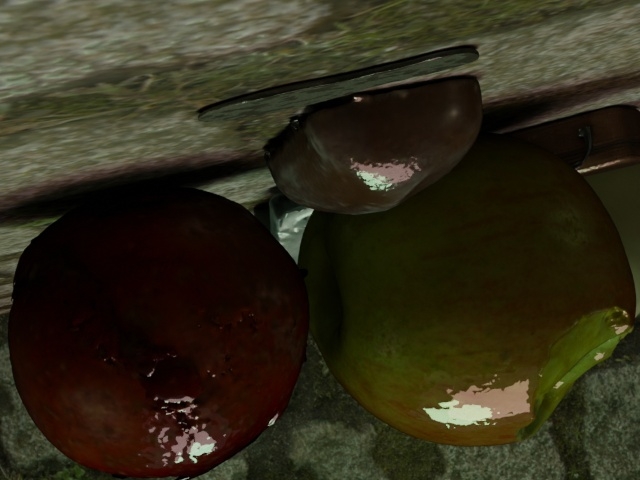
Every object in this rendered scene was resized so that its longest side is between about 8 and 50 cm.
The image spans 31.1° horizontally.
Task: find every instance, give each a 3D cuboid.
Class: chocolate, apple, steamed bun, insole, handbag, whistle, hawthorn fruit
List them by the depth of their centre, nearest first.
[{"bbox_3d":[0.012,-0.104,0.774,0.193,0.006,0.065,-13,177,5],"label":"insole"},{"bbox_3d":[0.046,-0.064,0.967,0.161,0.083,0.261,-14,177,-10],"label":"chocolate"},{"bbox_3d":[-0.156,0.098,1.116,0.316,0.316,0.316,-13,177,-1],"label":"hawthorn fruit"},{"bbox_3d":[0.142,0.050,1.212,0.340,0.339,0.339,-13,177,-1],"label":"apple"},{"bbox_3d":[0.294,-0.106,1.393,0.193,0.072,0.151,-12,178,21],"label":"handbag"},{"bbox_3d":[0.007,0.026,1.560,0.168,0.188,0.405,-12,177,-4],"label":"whistle"},{"bbox_3d":[0.392,-0.014,1.720,0.312,0.233,0.334,-58,179,-21],"label":"steamed bun"}]
